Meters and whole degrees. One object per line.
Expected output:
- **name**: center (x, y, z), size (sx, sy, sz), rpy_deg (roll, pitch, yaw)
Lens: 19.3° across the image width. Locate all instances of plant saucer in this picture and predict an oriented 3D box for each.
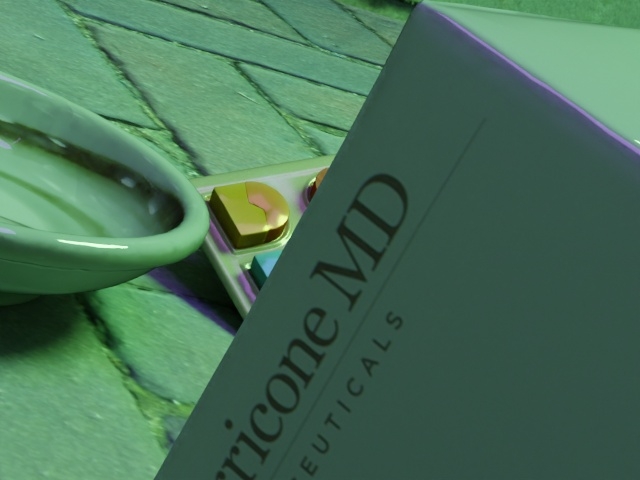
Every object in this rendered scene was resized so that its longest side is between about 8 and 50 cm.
- **plant saucer**: center (-0.282, -0.042, 1.368), size (0.400, 0.101, 0.400), rpy_deg (20, 15, -6)

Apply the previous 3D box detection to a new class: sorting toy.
- **sorting toy**: center (0.000, 0.000, 1.534), size (0.193, 0.038, 0.208), rpy_deg (-11, 48, -29)

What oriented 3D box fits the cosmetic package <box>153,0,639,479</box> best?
- **cosmetic package**: center (0.190, 0.127, 0.932), size (0.393, 0.329, 0.327), rpy_deg (39, 22, 25)
